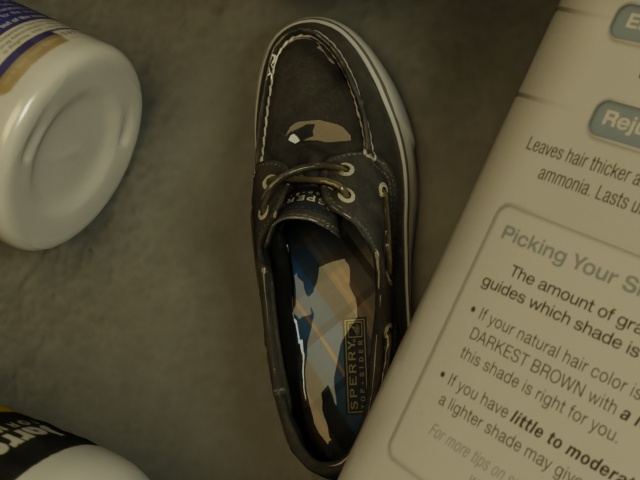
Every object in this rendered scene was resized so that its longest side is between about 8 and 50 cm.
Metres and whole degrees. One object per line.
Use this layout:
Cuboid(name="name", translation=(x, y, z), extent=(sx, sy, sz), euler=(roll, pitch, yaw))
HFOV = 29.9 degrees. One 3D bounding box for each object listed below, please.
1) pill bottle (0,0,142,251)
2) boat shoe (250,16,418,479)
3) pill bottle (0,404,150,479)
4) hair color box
Cuboid(name="pill bottle", translation=(-0.197, -0.080, 0.615), extent=(0.187, 0.112, 0.112), euler=(26, 92, 19))
Cuboid(name="boat shoe", translation=(0.000, 0.000, 0.558), extent=(0.080, 0.076, 0.228), euler=(-5, 82, 18))
Cuboid(name="pill bottle", translation=(-0.190, 0.158, 0.544), extent=(0.334, 0.188, 0.187), euler=(17, 89, 19))
Cuboid(name="hair color box", translation=(0.156, 0.005, 0.448), extent=(0.185, 0.114, 0.374), euler=(27, 93, 49))
